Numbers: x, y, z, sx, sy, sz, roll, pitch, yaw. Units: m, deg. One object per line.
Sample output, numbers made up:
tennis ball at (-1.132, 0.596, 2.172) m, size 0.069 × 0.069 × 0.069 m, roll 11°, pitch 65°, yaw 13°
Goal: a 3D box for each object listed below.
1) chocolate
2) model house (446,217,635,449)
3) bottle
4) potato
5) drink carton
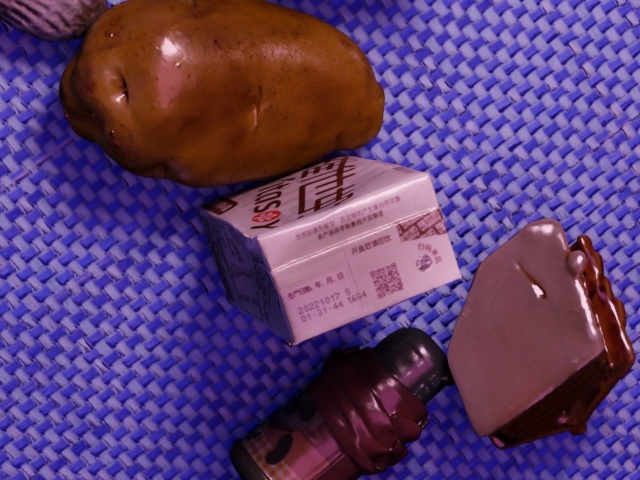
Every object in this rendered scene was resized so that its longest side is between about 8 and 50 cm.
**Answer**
chocolate at (-0.338, -0.289, 1.844) m, size 0.248 × 0.110 × 0.110 m, roll 21°, pitch 95°, yaw -20°
model house at (0.255, 0.118, 2.038) m, size 0.220 × 0.229 × 0.199 m, roll -26°, pitch 69°, yaw 9°
bottle at (0.031, 0.207, 2.026) m, size 0.271 × 0.143 × 0.156 m, roll -40°, pitch 69°, yaw -1°
potato at (-0.097, -0.162, 1.898) m, size 0.369 × 0.176 × 0.195 m, roll -1°, pitch 69°, yaw -25°
drink carton at (0.000, 0.000, 1.878) m, size 0.194 × 0.324 × 0.132 m, roll -22°, pitch 102°, yaw -11°
